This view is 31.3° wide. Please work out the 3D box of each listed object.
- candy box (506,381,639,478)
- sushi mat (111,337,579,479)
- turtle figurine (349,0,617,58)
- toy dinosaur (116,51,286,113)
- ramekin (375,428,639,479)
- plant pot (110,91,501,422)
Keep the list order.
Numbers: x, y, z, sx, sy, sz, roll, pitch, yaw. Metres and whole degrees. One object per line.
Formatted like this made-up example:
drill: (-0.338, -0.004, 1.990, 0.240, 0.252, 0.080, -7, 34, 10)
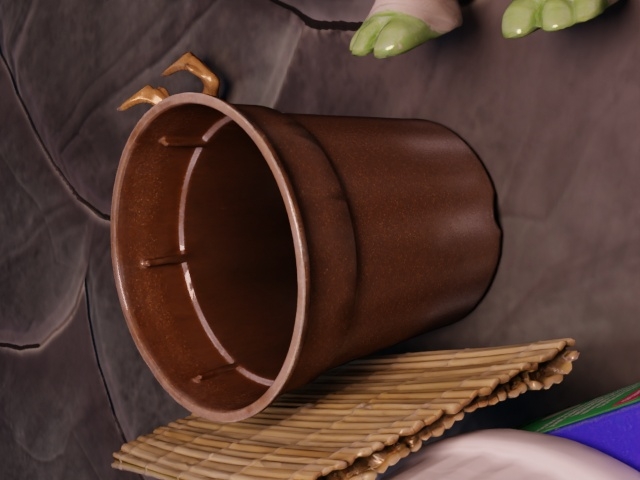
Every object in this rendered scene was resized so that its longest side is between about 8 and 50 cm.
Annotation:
candy box: (0.179, 0.189, 0.485, 0.317, 0.122, 0.268, -31, 74, 47)
sushi mat: (-0.009, 0.094, 0.602, 0.316, 0.151, 0.019, -17, 95, 66)
turtle figurine: (0.032, -0.211, 0.497, 0.274, 0.198, 0.266, -91, -14, -71)
toy dinosaur: (-0.071, -0.074, 0.790, 0.211, 0.064, 0.112, -25, 108, 45)
ramekin: (0.057, 0.217, 0.440, 0.273, 0.127, 0.272, 12, 105, 48)
plant pot: (0.000, 0.000, 0.624, 0.167, 0.165, 0.166, 12, 106, 49)
